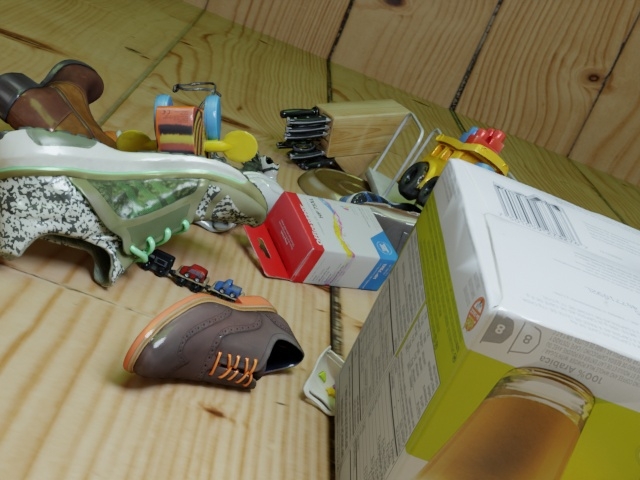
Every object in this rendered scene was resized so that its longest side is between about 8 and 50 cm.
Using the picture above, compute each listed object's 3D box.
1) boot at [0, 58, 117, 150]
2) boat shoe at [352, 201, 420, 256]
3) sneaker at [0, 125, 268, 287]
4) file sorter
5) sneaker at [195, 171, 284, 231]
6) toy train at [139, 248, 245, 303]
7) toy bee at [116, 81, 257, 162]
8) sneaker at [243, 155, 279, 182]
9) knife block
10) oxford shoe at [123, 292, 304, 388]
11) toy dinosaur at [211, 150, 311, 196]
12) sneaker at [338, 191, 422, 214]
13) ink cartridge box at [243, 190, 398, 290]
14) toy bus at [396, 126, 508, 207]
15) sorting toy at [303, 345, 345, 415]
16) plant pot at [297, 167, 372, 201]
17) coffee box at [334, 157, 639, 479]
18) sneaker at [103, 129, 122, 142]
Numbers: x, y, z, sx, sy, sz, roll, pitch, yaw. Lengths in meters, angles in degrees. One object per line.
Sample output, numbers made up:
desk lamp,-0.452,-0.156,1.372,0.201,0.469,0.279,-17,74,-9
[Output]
boot,-0.336,-0.164,1.494,0.280,0.096,0.264,38,16,7
boat shoe,0.182,0.004,1.747,0.324,0.123,0.116,23,17,-6
sneaker,-0.257,-0.024,1.280,0.410,0.182,0.158,7,-12,-34
file sorter,0.263,-0.113,2.010,0.277,0.173,0.193,29,18,-15
sneaker,-0.149,-0.052,1.587,0.232,0.090,0.115,-1,36,-32
toy train,-0.174,0.050,1.332,0.158,0.036,0.027,24,19,2
toy bee,-0.185,-0.142,1.453,0.195,0.162,0.298,6,16,21
sneaker,-0.118,-0.156,1.940,0.040,0.044,0.109,-1,29,-46
knife block,0.040,-0.260,2.118,0.088,0.275,0.242,44,-2,46
oxford shoe,-0.113,0.124,1.122,0.098,0.097,0.271,39,24,25
toy dinosaur,-0.146,-0.126,1.811,0.268,0.064,0.118,13,28,-34
sneaker,0.126,-0.046,1.872,0.211,0.080,0.081,26,-9,-32
ink cartridge box,0.000,0.000,1.558,0.231,0.078,0.134,8,40,-38
toy bus,0.276,-0.122,1.797,0.149,0.211,0.220,37,2,-22
sorting toy,0.015,0.184,1.192,0.083,0.045,0.075,40,36,14
plant pot,0.067,-0.096,2.011,0.236,0.032,0.236,21,18,-7
coffee box,0.226,0.172,0.987,0.337,0.335,0.338,21,24,-9
sneaker,-0.352,-0.131,1.604,0.067,0.064,0.175,-9,27,-16
